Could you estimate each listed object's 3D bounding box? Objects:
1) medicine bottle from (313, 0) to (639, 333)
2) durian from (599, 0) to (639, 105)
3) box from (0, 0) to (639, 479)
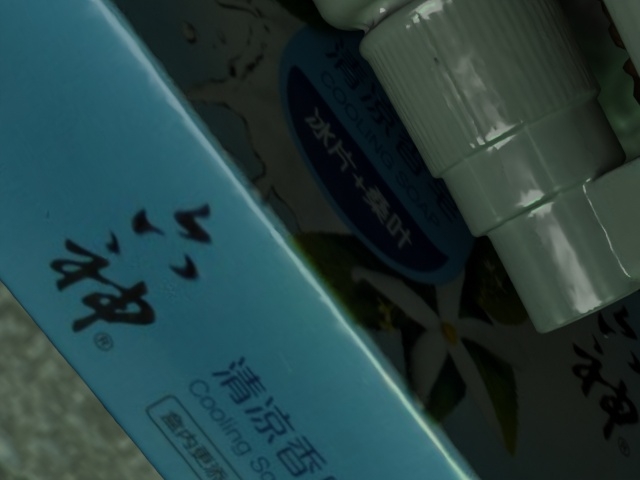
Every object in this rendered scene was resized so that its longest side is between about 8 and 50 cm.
[{"bbox_3d":[0.030,-0.087,0.395,0.092,0.061,0.221,-31,85,49],"label":"medicine bottle"},{"bbox_3d":[0.141,-0.051,0.395,0.148,0.091,0.189,27,127,28],"label":"durian"},{"bbox_3d":[0.000,0.000,0.446,0.083,0.142,0.232,-33,102,31],"label":"box"}]
